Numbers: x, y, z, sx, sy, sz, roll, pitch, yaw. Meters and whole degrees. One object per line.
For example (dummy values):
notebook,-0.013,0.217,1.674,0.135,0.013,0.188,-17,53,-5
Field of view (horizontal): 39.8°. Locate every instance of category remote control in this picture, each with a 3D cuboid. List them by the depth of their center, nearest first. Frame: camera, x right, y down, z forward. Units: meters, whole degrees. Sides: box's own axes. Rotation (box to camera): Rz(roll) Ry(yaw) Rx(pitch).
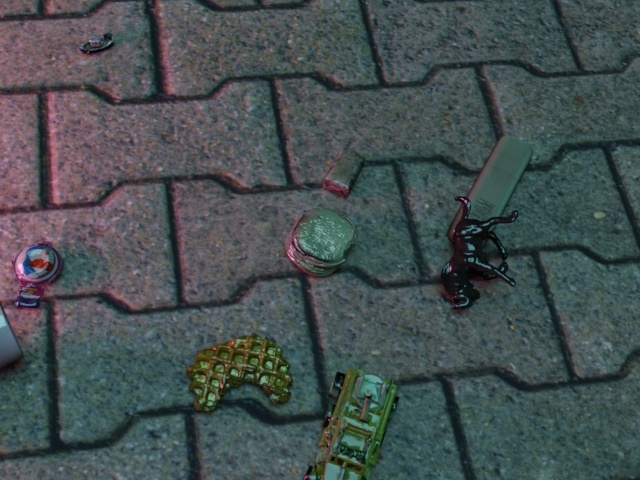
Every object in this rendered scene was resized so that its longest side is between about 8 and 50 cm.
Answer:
remote control,0.371,-0.108,1.915,0.090,0.038,0.310,28,63,7

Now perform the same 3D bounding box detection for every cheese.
cheese,-0.549,0.064,1.701,0.095,0.038,0.145,6,61,-5

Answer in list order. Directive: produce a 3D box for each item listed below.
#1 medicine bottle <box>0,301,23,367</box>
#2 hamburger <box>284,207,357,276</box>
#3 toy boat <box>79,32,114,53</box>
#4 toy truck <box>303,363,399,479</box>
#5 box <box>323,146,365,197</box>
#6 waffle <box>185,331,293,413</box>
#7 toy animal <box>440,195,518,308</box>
medicine bottle,-0.667,0.199,1.551,0.254,0.152,0.152,-23,68,-17
hamburger,0.000,0.000,1.796,0.133,0.062,0.140,40,62,12
toy boat,-0.500,-0.440,1.972,0.083,0.038,0.038,-29,70,-21
toy truck,0.056,0.348,1.582,0.128,0.135,0.260,20,65,4
box,0.051,-0.146,1.888,0.062,0.045,0.098,26,64,5
waffle,-0.150,0.252,1.651,0.194,0.051,0.149,-16,64,-16
toy animal,0.316,0.023,1.786,0.148,0.084,0.233,4,81,-4
